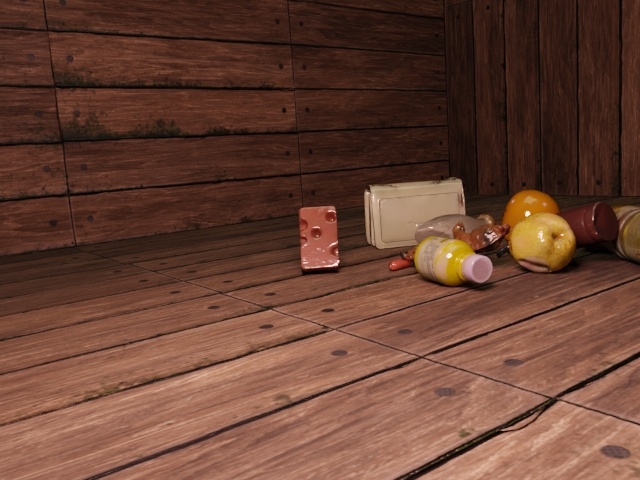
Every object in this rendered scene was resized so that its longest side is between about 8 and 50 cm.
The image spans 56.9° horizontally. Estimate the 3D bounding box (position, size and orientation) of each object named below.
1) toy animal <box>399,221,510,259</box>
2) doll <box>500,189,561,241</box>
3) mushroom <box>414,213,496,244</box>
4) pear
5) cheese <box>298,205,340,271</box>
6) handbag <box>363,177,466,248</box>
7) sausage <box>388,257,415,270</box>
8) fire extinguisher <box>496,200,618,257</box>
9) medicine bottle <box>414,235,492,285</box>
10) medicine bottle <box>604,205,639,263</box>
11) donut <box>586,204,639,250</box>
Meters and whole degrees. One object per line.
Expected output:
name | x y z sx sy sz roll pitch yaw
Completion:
toy animal | 0.386 0.022 1.679 0.312 0.097 0.157 -27 10 10
doll | 0.717 -0.061 1.933 0.236 0.213 0.213 13 12 14
mushroom | 0.479 -0.033 2.072 0.350 0.128 0.128 -6 8 -35
pear | 0.598 0.007 1.586 0.178 0.178 0.178 -4 8 1
cheese | 0.002 0.027 1.813 0.128 0.202 0.177 -3 37 -3
handbag | 0.353 -0.106 2.229 0.359 0.236 0.160 -5 10 -7
sausage | 0.295 0.060 1.823 0.253 0.034 0.034 -11 11 -39
fire extinguisher | 0.675 -0.014 1.722 0.135 0.114 0.337 -29 4 -33
medicine bottle | 0.344 0.057 1.508 0.122 0.121 0.212 -7 9 -23
medicine bottle | 0.889 -0.002 1.549 0.151 0.151 0.322 -4 9 -1
donut | 0.955 -0.040 1.868 0.209 0.128 0.261 4 13 39
